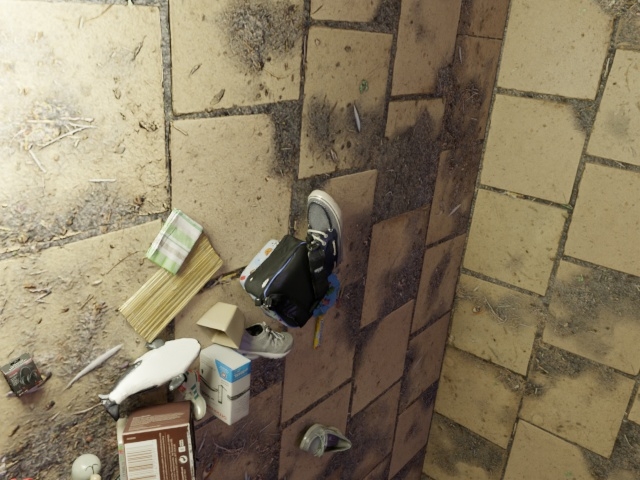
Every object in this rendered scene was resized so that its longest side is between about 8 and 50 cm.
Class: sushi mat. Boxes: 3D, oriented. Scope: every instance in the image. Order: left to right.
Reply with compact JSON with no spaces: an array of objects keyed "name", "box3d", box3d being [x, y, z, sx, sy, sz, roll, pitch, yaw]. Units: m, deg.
[{"name":"sushi mat","box3d":[-0.400,0.124,1.533,0.316,0.019,0.151,-49,140,-27]}]

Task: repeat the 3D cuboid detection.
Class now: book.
[{"name":"book","box3d":[-0.533,0.571,1.512,0.035,0.096,0.144,-1,114,-16]}]

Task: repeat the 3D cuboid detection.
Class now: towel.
[{"name":"towel","box3d":[-0.381,0.005,1.478,0.113,0.023,0.152,42,70,-45]}]

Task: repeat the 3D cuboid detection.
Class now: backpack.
[{"name":"backpack","box3d":[-0.108,0.142,1.777,0.276,0.213,0.263,-48,132,-19]}]

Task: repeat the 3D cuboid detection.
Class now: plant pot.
[{"name":"plant pot","box3d":[-0.289,0.249,1.683,0.096,0.109,0.109,-64,147,-32]}]

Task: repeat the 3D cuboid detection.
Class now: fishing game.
[{"name":"fishing game","box3d":[0.021,0.210,2.135,0.264,0.041,0.189,-1,110,-54]}]

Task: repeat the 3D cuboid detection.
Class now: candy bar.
[{"name":"candy bar","box3d":[-0.004,0.356,2.183,0.040,0.018,0.162,-19,125,-48]}]

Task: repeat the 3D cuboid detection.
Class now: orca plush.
[{"name":"orca plush","box3d":[-0.453,0.375,1.522,0.287,0.151,0.102,-49,172,-31]}]

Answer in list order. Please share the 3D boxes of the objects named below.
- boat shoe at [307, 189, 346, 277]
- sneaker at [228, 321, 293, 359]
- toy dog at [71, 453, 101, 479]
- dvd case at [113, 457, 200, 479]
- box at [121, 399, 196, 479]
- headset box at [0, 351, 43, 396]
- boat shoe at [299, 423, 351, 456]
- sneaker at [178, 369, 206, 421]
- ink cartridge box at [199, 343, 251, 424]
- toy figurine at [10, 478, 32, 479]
[{"name":"boat shoe","box3d":[0.000,0.000,1.917,0.158,0.127,0.341,-54,144,-34]},{"name":"sneaker","box3d":[-0.181,0.327,1.858,0.281,0.105,0.115,4,104,-54]},{"name":"toy dog","box3d":[-0.594,0.740,1.456,0.220,0.161,0.334,-39,135,-37]},{"name":"dvd case","box3d":[-0.490,0.698,1.658,0.179,0.029,0.239,-49,140,-8]},{"name":"box","box3d":[-0.420,0.542,1.478,0.167,0.203,0.169,-6,94,-11]},{"name":"headset box","box3d":[-0.667,0.296,1.245,0.062,0.032,0.083,-36,135,-39]},{"name":"boat shoe","box3d":[0.023,0.869,2.412,0.320,0.103,0.118,31,81,-55]},{"name":"sneaker","box3d":[-0.384,0.448,1.625,0.057,0.161,0.075,-35,142,20]},{"name":"ink cartridge box","box3d":[-0.296,0.440,1.721,0.086,0.148,0.203,-20,122,-49]},{"name":"toy figurine","box3d":[-0.783,0.469,1.100,0.362,0.217,0.191,-32,171,21]}]
